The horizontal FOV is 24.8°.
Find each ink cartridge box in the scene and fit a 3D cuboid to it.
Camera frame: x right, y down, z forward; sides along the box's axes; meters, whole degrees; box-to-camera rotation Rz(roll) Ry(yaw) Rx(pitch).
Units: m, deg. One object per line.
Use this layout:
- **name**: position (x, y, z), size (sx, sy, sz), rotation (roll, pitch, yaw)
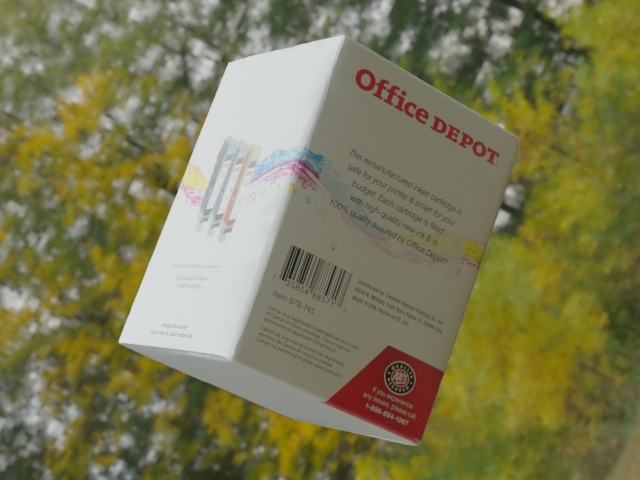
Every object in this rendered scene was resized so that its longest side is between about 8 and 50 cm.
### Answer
- **ink cartridge box**: position (0.000, 0.000, 0.778), size (0.127, 0.128, 0.176), rotation (1, 67, 58)
